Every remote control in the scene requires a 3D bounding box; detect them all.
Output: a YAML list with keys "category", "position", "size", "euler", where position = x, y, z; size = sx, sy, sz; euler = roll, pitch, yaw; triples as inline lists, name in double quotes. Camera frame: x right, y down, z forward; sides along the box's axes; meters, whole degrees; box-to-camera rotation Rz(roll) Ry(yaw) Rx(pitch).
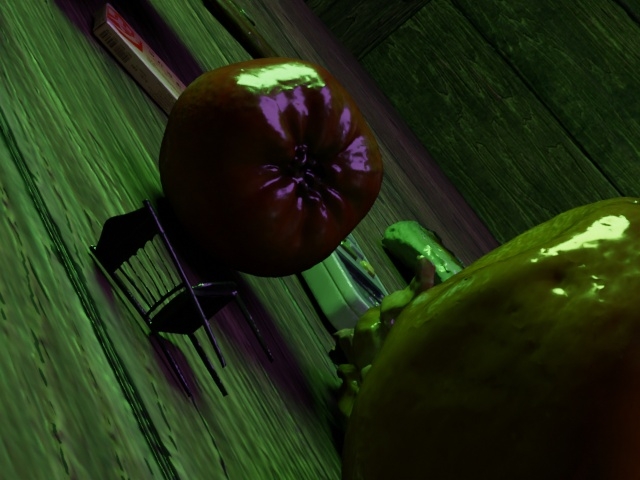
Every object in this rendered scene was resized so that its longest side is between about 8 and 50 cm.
- category: "remote control"
  position: [0.000, 0.000, 1.025]
  size: [0.103, 0.034, 0.250]
  euler: [43, 12, -41]

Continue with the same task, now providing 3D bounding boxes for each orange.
- category: "orange"
  position: [0.114, 0.105, 0.599]
  size: [0.183, 0.249, 0.249]
  euler: [10, -29, 52]

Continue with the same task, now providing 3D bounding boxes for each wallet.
- category: "wallet"
  position: [-0.092, -0.258, 1.684]
  size: [0.176, 0.026, 0.095]
  euler: [45, 8, -35]

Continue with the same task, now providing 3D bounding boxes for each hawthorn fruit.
- category: "hawthorn fruit"
  position: [-0.030, -0.046, 0.772]
  size: [0.125, 0.125, 0.140]
  euler: [47, 11, -21]

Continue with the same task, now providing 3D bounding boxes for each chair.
- category: "chair"
  position: [-0.059, 0.025, 0.595]
  size: [0.086, 0.037, 0.042]
  euler: [57, 22, 15]

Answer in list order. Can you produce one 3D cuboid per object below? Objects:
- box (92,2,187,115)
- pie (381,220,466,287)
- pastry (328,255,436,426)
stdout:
- category: "box"
  position: [-0.124, -0.123, 0.971]
  size: [0.093, 0.015, 0.058]
  euler: [48, 10, -21]
- category: "pie"
  position: [0.154, 0.067, 1.462]
  size: [0.240, 0.054, 0.240]
  euler: [47, 8, -8]
- category: "pastry"
  position: [0.094, 0.115, 0.786]
  size: [0.250, 0.102, 0.154]
  euler: [46, 8, -24]
